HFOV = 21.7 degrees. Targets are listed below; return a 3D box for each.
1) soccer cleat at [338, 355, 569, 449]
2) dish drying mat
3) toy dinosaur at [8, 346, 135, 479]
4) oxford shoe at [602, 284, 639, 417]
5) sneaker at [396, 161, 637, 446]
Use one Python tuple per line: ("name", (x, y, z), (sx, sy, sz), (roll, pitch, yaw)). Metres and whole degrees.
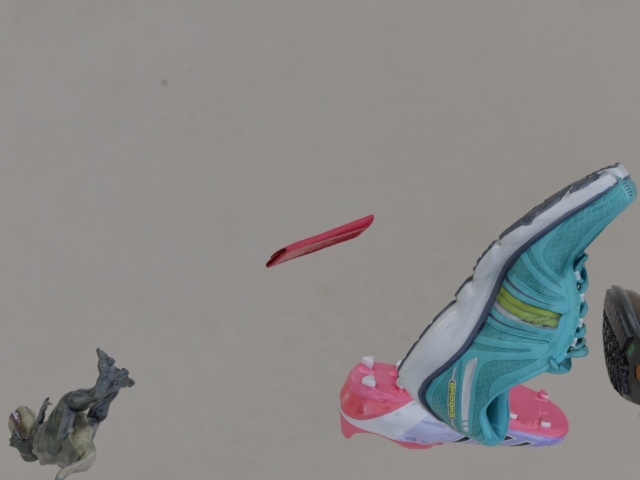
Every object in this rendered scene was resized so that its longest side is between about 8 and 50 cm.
("soccer cleat", (0.141, 0.190, 1.803), (0.248, 0.083, 0.095), (11, 124, -5))
("dish drying mat", (0.000, 0.000, 1.174), (0.083, 0.032, 0.008), (-19, 77, -37))
("toy dinosaur", (-0.215, 0.159, 1.491), (0.064, 0.268, 0.118), (39, 78, -14))
("oxford shoe", (0.309, 0.104, 1.468), (0.096, 0.227, 0.082), (-4, 115, -10))
("sneaker", (0.173, 0.051, 1.327), (0.110, 0.275, 0.107), (42, 33, 14))
